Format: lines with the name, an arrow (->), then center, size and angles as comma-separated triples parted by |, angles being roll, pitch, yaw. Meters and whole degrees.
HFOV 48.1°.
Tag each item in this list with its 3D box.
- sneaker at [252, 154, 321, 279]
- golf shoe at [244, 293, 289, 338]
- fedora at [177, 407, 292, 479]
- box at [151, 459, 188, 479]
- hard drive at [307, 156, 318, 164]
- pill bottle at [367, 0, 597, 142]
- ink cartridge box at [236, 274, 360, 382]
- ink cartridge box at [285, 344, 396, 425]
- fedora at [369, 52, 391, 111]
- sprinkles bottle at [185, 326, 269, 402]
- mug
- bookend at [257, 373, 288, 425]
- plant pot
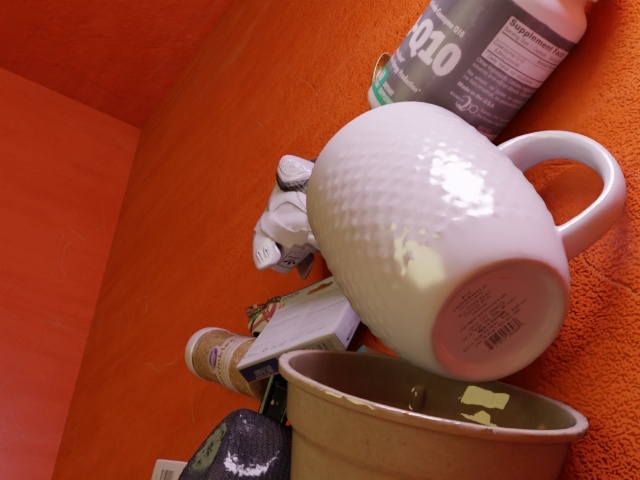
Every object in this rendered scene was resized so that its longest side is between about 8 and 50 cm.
sneaker -> 0.000, 0.000, 1.321 | 0.366, 0.137, 0.210 | 43, 112, 47
golf shoe -> -0.088, 0.160, 1.491 | 0.186, 0.068, 0.085 | -28, 73, 52
fedora -> -0.111, 0.359, 1.001 | 0.334, 0.153, 0.334 | -50, 16, 20
box -> -0.271, 0.547, 1.450 | 0.181, 0.119, 0.181 | -22, 51, 55
hard drive -> -0.013, -0.094, 1.543 | 0.255, 0.054, 0.171 | -8, 62, 59
pill bottle -> 0.248, -0.296, 1.047 | 0.361, 0.204, 0.204 | -53, 30, 27
ink cartridge box -> -0.016, 0.143, 1.271 | 0.223, 0.045, 0.224 | -24, 19, 33
ink cartridge box -> 0.038, 0.288, 1.119 | 0.231, 0.078, 0.134 | -49, 31, 32
fedora -> 0.145, -0.242, 1.299 | 0.079, 0.194, 0.194 | 2, 66, 21
sprinkles bottle -> -0.171, 0.253, 1.493 | 0.355, 0.121, 0.121 | -4, 66, 61
mug -> 0.193, -0.015, 0.900 | 0.374, 0.276, 0.328 | -30, 33, 2
bookend -> -0.034, 0.276, 1.271 | 0.156, 0.072, 0.157 | 3, 73, 62
plant pot -> 0.093, 0.306, 0.788 | 0.334, 0.334, 0.305 | 11, 91, 63
